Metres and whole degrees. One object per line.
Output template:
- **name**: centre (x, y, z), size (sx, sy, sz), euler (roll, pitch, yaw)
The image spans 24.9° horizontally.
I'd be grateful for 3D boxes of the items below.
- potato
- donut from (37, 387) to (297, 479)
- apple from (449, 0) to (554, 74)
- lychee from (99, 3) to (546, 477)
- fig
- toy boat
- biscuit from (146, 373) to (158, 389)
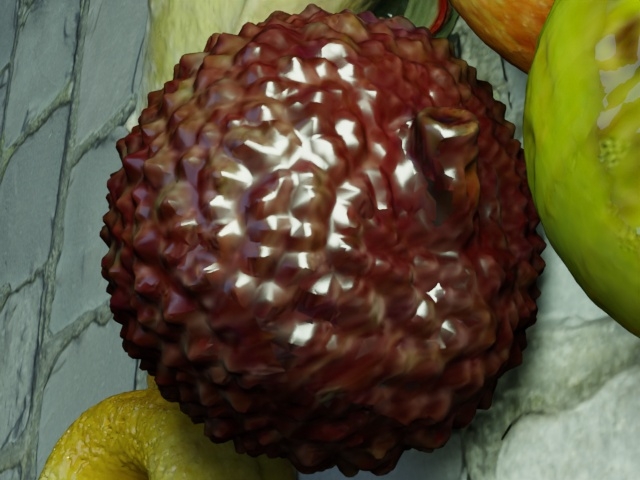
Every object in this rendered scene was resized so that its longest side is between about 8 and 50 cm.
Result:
- **potato**: centre (-0.014, -0.172, 1.094), size (0.189, 0.211, 0.264), euler (36, 122, 48)
- **donut**: centre (-0.154, 0.243, 1.228), size (0.277, 0.108, 0.278), euler (-30, 44, 34)
- **apple**: centre (0.157, -0.250, 0.841), size (0.277, 0.250, 0.309), euler (-10, 61, 61)
- **lychee**: centre (0.000, 0.000, 0.956), size (0.330, 0.306, 0.306), euler (-28, 52, 51)
- **fig**: centre (0.213, -0.040, 0.689), size (0.271, 0.239, 0.239), euler (84, -174, -63)
- **toy boat**: centre (0.061, -0.181, 1.173), size (0.185, 0.071, 0.089), euler (-49, 36, 38)
- **biscuit**: centre (-0.102, 0.051, 1.376), size (0.225, 0.036, 0.166), euler (-52, 36, 28)
